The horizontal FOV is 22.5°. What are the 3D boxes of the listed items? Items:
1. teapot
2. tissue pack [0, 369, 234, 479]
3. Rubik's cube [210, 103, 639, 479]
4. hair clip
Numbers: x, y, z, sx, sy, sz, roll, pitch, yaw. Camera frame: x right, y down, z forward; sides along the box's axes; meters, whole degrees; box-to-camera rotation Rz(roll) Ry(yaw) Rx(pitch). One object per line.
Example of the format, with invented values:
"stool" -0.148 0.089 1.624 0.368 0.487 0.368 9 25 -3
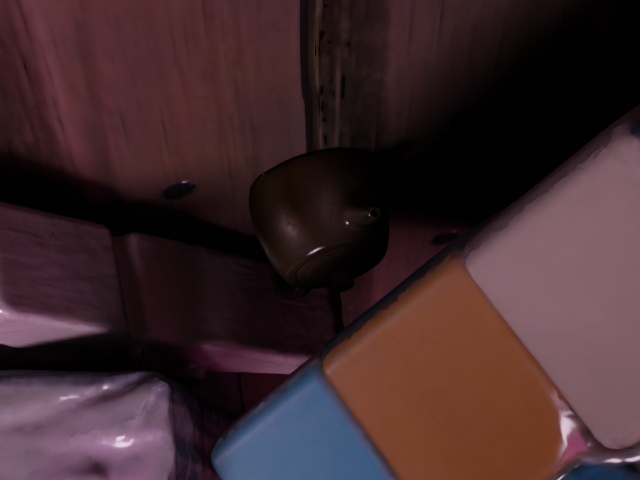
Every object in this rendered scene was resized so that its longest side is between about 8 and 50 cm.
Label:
"teapot" 0.000 0.000 0.909 0.076 0.068 0.121 -3 153 -31
"tissue pack" -0.184 0.166 0.963 0.288 0.124 0.394 -4 165 7
"Rubik's cube" 0.221 0.105 0.833 0.346 0.344 0.347 -40 175 42
"hair clip" -0.106 0.041 0.907 0.101 0.085 0.331 -15 161 28
